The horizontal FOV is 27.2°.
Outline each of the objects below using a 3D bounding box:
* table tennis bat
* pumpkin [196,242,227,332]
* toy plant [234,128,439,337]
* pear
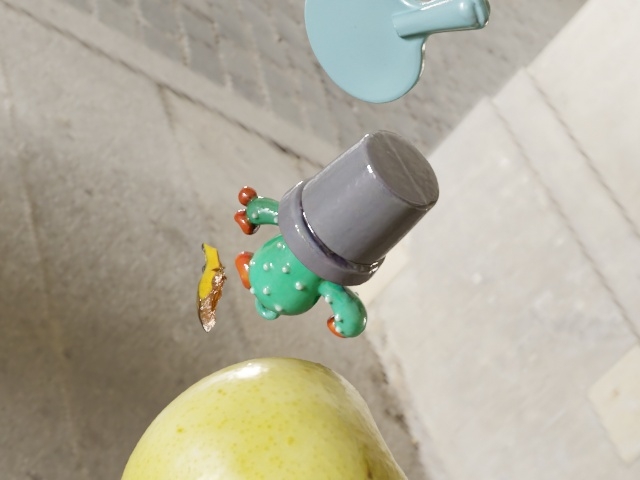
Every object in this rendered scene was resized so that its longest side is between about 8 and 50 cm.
[{"bbox_3d":[0.072,-0.214,1.327,0.040,0.244,0.153,-32,109,-37],"label":"table tennis bat"},{"bbox_3d":[-0.129,0.056,1.577,0.035,0.073,0.101,4,50,-5],"label":"pumpkin"},{"bbox_3d":[0.011,0.008,2.043,0.279,0.400,0.185,36,38,-16],"label":"toy plant"},{"bbox_3d":[-0.055,0.304,1.423,0.348,0.348,0.348,34,24,-17],"label":"pear"}]
